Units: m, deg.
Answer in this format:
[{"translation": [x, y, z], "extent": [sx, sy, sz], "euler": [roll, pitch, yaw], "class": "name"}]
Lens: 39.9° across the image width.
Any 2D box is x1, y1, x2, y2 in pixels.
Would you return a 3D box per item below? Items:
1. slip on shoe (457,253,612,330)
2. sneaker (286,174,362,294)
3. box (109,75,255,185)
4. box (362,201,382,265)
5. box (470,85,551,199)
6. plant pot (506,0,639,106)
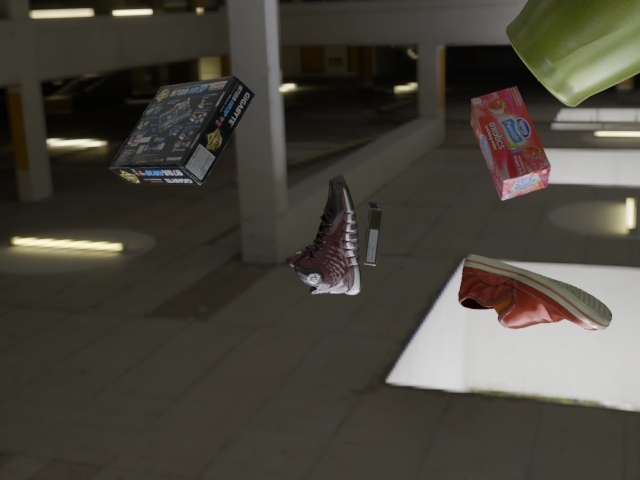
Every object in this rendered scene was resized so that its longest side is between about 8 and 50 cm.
[{"translation": [0.336, 0.100, 1.421], "extent": [0.123, 0.101, 0.331], "euler": [20, 179, -29], "class": "slip on shoe"}, {"translation": [0.000, 0.000, 1.963], "extent": [0.163, 0.281, 0.106], "euler": [-8, -163, -4], "class": "sneaker"}, {"translation": [-0.224, -0.171, 1.399], "extent": [0.220, 0.175, 0.051], "euler": [4, 149, 48], "class": "box"}, {"translation": [0.129, -0.022, 2.209], "extent": [0.037, 0.136, 0.225], "euler": [7, -173, 2], "class": "box"}, {"translation": [0.485, -0.251, 2.267], "extent": [0.128, 0.256, 0.122], "euler": [-16, 156, 1], "class": "box"}, {"translation": [0.609, -0.486, 1.903], "extent": [0.353, 0.366, 0.366], "euler": [-41, 177, 26], "class": "plant pot"}]
